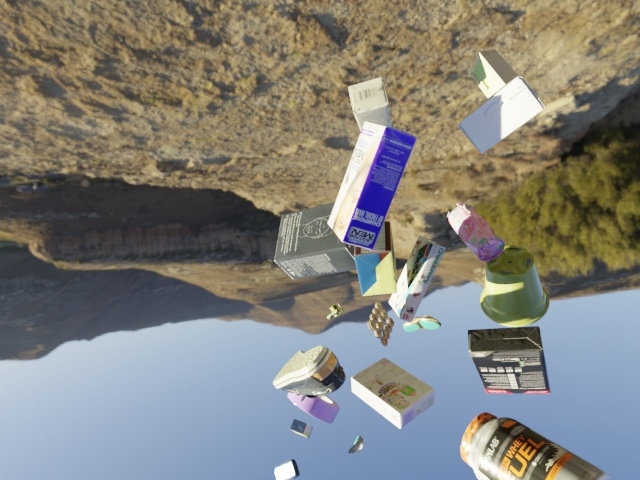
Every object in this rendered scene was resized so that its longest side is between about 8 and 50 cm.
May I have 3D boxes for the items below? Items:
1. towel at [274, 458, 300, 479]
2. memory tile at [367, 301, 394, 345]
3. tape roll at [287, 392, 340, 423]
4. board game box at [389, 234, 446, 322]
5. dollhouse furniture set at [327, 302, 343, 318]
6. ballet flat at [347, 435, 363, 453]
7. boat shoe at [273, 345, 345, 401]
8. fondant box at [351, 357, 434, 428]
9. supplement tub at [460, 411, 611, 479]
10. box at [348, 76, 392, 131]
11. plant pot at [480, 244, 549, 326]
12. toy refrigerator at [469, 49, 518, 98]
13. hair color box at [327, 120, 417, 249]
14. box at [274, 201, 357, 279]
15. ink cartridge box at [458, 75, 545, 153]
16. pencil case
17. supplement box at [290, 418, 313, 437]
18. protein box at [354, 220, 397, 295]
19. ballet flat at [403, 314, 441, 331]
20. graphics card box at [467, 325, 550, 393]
[{"bbox_3d":[-0.129,0.887,1.685,0.029,0.067,0.119,8,141,-44],"label":"towel"},{"bbox_3d":[0.217,0.294,1.553,0.012,0.113,0.148,-32,-169,32],"label":"memory tile"},{"bbox_3d":[-0.035,0.844,2.301,0.274,0.090,0.275,29,170,6],"label":"tape roll"},{"bbox_3d":[0.364,0.140,1.679,0.053,0.306,0.193,22,-172,-8],"label":"board game box"},{"bbox_3d":[0.066,0.346,2.178,0.076,0.059,0.151,-35,165,5],"label":"dollhouse furniture set"},{"bbox_3d":[0.146,0.822,1.746,0.041,0.041,0.114,-9,-176,27],"label":"ballet flat"},{"bbox_3d":[-0.051,0.523,1.688,0.187,0.156,0.500,-47,-178,-30],"label":"boat shoe"},{"bbox_3d":[0.341,0.717,2.098,0.238,0.096,0.330,-19,-155,-33],"label":"fondant box"},{"bbox_3d":[0.533,0.589,1.118,0.193,0.194,0.316,-5,-166,-35],"label":"supplement tub"},{"bbox_3d":[0.221,-0.555,1.872,0.147,0.121,0.311,-13,172,10],"label":"box"},{"bbox_3d":[0.792,0.169,1.816,0.275,0.254,0.276,-16,-143,12],"label":"plant pot"},{"bbox_3d":[0.696,-0.620,1.718,0.094,0.270,0.102,-12,149,-14],"label":"toy refrigerator"},{"bbox_3d":[0.140,-0.165,1.282,0.110,0.339,0.185,14,-165,-17],"label":"hair color box"},{"bbox_3d":[0.000,0.000,2.223,0.395,0.294,0.212,-11,143,25],"label":"box"},{"bbox_3d":[0.533,-0.376,1.296,0.198,0.115,0.273,-38,-179,30],"label":"ink cartridge box"},{"bbox_3d":[0.630,-0.041,1.788,0.124,0.124,0.284,-7,-142,-8],"label":"pencil case"},{"bbox_3d":[-0.099,0.979,2.283,0.083,0.056,0.083,5,147,35],"label":"supplement box"},{"bbox_3d":[0.212,0.067,1.667,0.135,0.200,0.201,-6,-146,12],"label":"protein box"},{"bbox_3d":[0.476,0.378,2.042,0.206,0.073,0.067,-18,-153,44],"label":"ballet flat"},{"bbox_3d":[0.675,0.435,1.560,0.232,0.094,0.371,-9,139,26],"label":"graphics card box"}]
